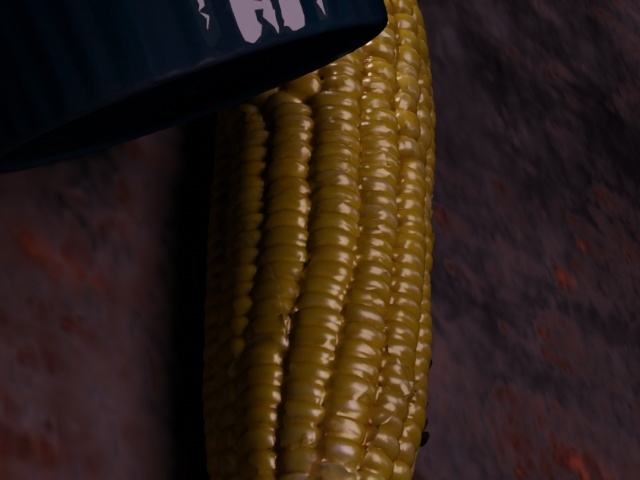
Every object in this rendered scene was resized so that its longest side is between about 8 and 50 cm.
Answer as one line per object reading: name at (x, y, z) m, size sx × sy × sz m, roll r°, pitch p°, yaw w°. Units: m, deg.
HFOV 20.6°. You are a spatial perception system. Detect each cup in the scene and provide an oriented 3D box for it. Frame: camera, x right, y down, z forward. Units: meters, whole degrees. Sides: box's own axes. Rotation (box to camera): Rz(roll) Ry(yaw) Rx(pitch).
cup at (-0.057, -0.106, 0.459) m, size 0.176 × 0.131 × 0.155 m, roll -1°, pitch 72°, yaw -84°

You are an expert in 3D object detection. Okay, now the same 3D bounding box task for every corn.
corn at (0.000, 0.000, 0.505) m, size 0.072 × 0.072 × 0.203 m, roll 37°, pitch 41°, yaw -39°
